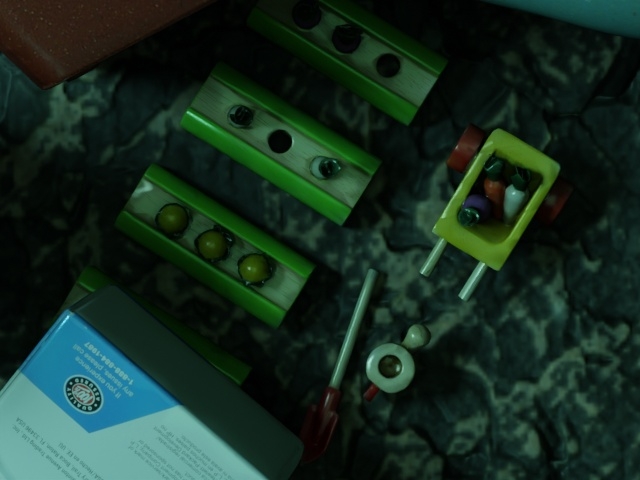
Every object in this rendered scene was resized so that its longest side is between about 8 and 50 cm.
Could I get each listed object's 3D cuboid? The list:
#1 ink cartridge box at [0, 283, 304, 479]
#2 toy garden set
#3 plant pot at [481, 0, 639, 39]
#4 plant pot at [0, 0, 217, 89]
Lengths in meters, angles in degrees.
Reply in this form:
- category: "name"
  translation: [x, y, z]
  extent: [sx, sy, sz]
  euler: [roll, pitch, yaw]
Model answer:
- category: "ink cartridge box"
  translation: [-0.124, 0.141, 0.989]
  extent: [0.139, 0.082, 0.191]
  euler: [41, 106, 2]
- category: "toy garden set"
  translation: [0.000, 0.000, 1.027]
  extent: [0.204, 0.049, 0.244]
  euler: [32, 89, 2]
- category: "plant pot"
  translation: [0.161, -0.221, 0.938]
  extent: [0.255, 0.271, 0.272]
  euler: [-2, 88, 16]
- category: "plant pot"
  translation: [-0.111, -0.223, 0.948]
  extent: [0.267, 0.267, 0.236]
  euler: [-28, 101, 0]
